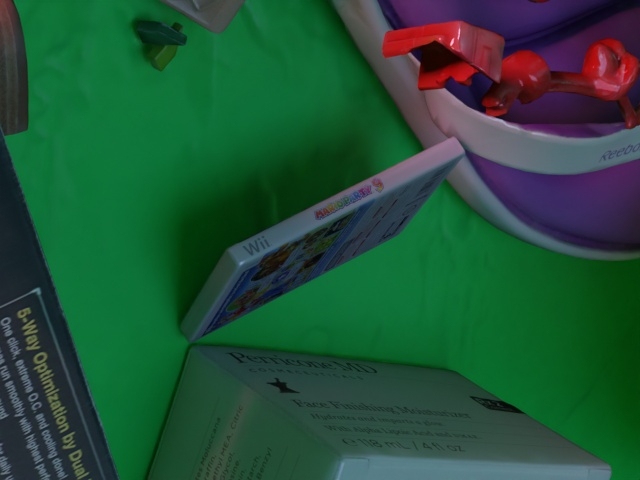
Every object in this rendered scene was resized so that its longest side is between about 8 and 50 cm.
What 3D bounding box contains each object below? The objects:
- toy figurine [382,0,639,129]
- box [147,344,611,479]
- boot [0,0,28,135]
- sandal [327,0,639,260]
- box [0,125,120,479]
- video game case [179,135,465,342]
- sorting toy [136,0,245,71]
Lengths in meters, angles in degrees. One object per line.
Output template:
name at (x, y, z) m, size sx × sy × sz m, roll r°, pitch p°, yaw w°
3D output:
toy figurine at (0.160, -0.222, 0.582) m, size 0.191 × 0.217 × 0.363 m, roll 18°, pitch 79°, yaw -38°
box at (0.012, 0.157, 0.778) m, size 0.181 × 0.119 × 0.182 m, roll 9°, pitch 104°, yaw -42°
boot at (-0.168, 0.014, 0.528) m, size 0.152 × 0.073 × 0.197 m, roll -16°, pitch 118°, yaw -29°
sandal at (0.108, -0.096, 0.747) m, size 0.416 × 0.102 × 0.169 m, roll 35°, pitch 87°, yaw -45°
box at (-0.185, 0.066, 0.456) m, size 0.242 × 0.076 × 0.307 m, roll -25°, pitch 126°, yaw -16°
video game case at (0.000, 0.000, 0.730) m, size 0.122 × 0.011 × 0.087 m, roll -27°, pitch 167°, yaw -28°
sorting toy at (-0.056, -0.108, 0.657) m, size 0.062 × 0.012 × 0.083 m, roll 28°, pitch 109°, yaw -25°
